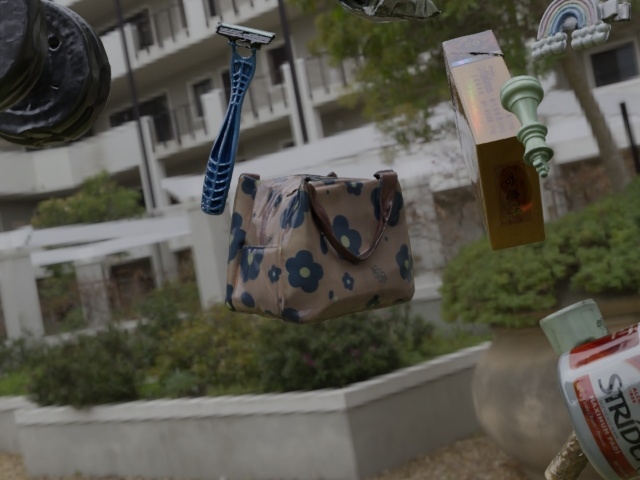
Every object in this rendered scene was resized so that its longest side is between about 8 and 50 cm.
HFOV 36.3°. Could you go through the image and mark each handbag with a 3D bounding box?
[{"bbox_3d":[0.000,0.000,1.322,0.190,0.193,0.251,9,12,42],"label":"handbag"},{"bbox_3d":[0.043,-0.476,1.695,0.109,0.316,0.253,-54,-13,22],"label":"handbag"}]

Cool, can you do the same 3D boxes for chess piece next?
[{"bbox_3d":[0.277,-0.143,1.281,0.059,0.149,0.059,-5,-31,-3],"label":"chess piece"}]

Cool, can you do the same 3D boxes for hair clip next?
[{"bbox_3d":[0.559,-0.474,2.115,0.220,0.140,0.054,-6,-14,42],"label":"hair clip"}]

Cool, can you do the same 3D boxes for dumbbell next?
[{"bbox_3d":[-0.358,-0.207,1.083,0.185,0.185,0.388,-11,-2,4],"label":"dumbbell"}]

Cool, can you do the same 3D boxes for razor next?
[{"bbox_3d":[-0.119,-0.157,1.299,0.082,0.253,0.042,12,5,10],"label":"razor"}]

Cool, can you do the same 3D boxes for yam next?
[{"bbox_3d":[0.593,0.397,2.141,0.081,0.357,0.081,23,15,-6],"label":"yam"}]

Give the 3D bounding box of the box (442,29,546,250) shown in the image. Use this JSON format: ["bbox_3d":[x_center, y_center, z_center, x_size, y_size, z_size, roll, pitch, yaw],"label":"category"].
[{"bbox_3d":[0.343,-0.212,1.956,0.115,0.264,0.415,-13,37,7],"label":"box"}]

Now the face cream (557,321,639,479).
[{"bbox_3d":[0.460,0.222,1.384,0.187,0.201,0.201,-26,-8,23],"label":"face cream"}]

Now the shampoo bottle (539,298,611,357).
[{"bbox_3d":[0.475,0.223,1.672,0.118,0.234,0.087,-12,-19,-38],"label":"shampoo bottle"}]
